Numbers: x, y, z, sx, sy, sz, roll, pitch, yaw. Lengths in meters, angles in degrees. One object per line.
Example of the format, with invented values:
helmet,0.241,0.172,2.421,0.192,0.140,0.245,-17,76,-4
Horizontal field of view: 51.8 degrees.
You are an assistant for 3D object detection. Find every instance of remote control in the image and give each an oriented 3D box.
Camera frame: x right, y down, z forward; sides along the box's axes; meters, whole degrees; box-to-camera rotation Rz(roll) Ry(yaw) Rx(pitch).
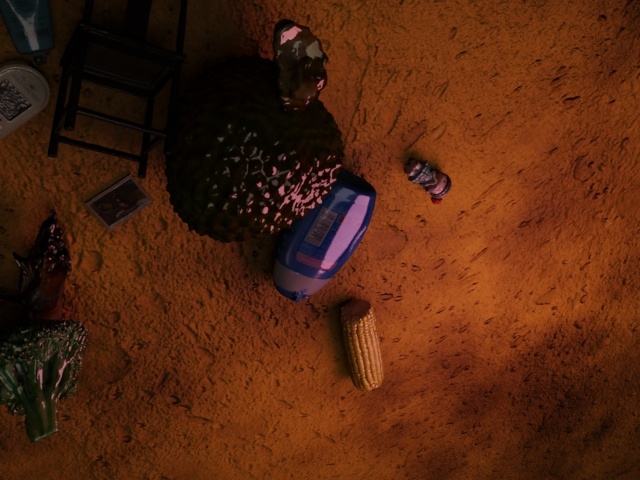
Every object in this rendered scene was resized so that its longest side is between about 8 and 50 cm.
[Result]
remote control,-0.475,-0.170,0.913,0.221,0.042,0.078,-35,128,1

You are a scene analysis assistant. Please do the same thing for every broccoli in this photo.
broccoli,-0.462,0.228,1.052,0.194,0.194,0.220,23,139,-34

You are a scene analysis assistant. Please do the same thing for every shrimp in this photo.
shrimp,-0.500,0.068,1.055,0.178,0.075,0.289,3,136,-27

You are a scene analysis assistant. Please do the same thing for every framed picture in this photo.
framed picture,-0.327,-0.062,1.074,0.089,0.006,0.066,-32,129,0

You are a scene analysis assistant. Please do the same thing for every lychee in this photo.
lychee,-0.095,-0.139,0.959,0.320,0.270,0.270,-28,131,14

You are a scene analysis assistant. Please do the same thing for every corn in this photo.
corn,0.091,0.232,1.412,0.081,0.081,0.248,-20,129,-10

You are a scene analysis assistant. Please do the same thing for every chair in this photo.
chair,-0.274,-0.238,0.900,0.155,0.141,0.260,12,73,-30

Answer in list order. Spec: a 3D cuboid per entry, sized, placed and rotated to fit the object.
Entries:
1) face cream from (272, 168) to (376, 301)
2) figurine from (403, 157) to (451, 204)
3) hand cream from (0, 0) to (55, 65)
face cream,0.000,0.000,1.209,0.149,0.083,0.264,17,115,-31
figurine,0.201,-0.113,1.241,0.106,0.047,0.060,29,92,-31
hand cream,-0.390,-0.336,0.839,0.083,0.048,0.224,-13,121,-16
